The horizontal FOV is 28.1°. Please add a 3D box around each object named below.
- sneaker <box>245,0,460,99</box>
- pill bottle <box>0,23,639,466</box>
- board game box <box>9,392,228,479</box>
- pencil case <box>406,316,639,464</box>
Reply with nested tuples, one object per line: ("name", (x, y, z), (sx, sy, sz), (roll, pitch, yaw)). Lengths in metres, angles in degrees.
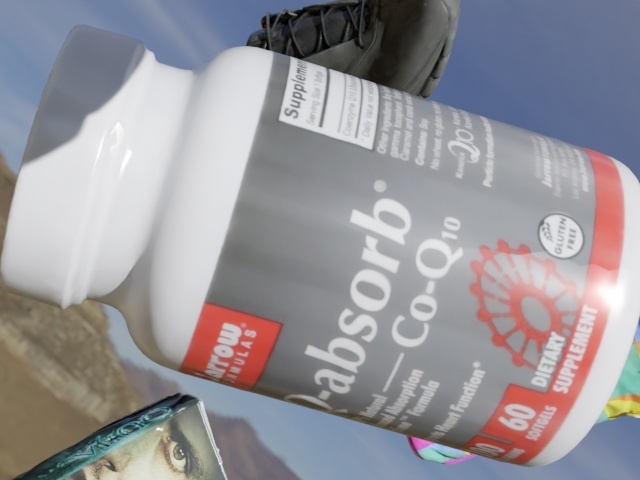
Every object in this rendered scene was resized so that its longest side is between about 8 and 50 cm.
("sneaker", (0.010, -0.157, 1.102), (0.130, 0.109, 0.286), (21, -30, -27))
("pill bottle", (0.000, 0.000, 0.808), (0.363, 0.210, 0.210), (16, -9, -7))
("board game box", (-0.063, 0.158, 0.406), (0.026, 0.126, 0.186), (2, -65, 51))
("pencil case", (0.182, 0.120, 1.053), (0.104, 0.236, 0.104), (-15, 90, -70))
